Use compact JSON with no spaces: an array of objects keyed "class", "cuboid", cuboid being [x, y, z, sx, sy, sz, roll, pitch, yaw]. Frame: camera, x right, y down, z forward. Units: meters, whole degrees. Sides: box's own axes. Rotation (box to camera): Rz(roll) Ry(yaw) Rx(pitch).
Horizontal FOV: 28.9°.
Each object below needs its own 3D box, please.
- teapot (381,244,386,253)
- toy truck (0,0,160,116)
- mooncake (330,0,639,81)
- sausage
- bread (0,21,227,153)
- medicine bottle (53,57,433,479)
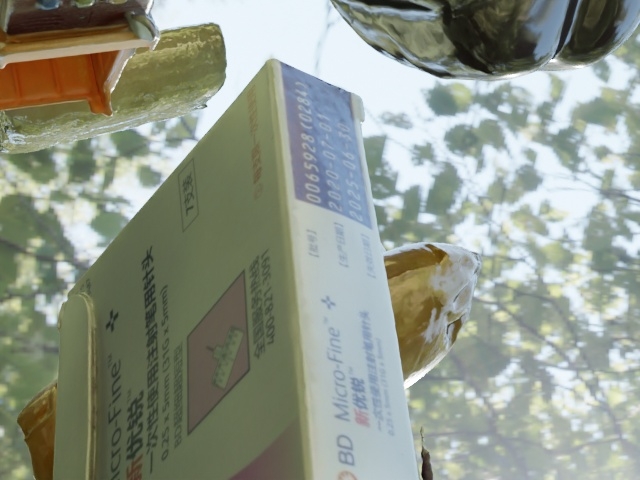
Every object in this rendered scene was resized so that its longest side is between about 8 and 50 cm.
[{"class":"teapot","cuboid":[0.000,0.000,1.315,0.107,0.077,0.200,-38,-110,16]},{"class":"toy truck","cuboid":[-0.164,-0.153,0.744,0.270,0.114,0.135,146,-68,-70]},{"class":"mooncake","cuboid":[0.128,-0.250,0.805,0.154,0.306,0.306,30,-75,54]},{"class":"sausage","cuboid":[-0.035,0.095,0.893,0.354,0.134,0.116,-23,-126,-4]},{"class":"bread","cuboid":[-0.168,-0.116,0.962,0.139,0.178,0.060,164,-90,-73]},{"class":"medicine bottle","cuboid":[-0.038,0.061,0.445,0.171,0.052,0.201,-43,-142,36]}]
